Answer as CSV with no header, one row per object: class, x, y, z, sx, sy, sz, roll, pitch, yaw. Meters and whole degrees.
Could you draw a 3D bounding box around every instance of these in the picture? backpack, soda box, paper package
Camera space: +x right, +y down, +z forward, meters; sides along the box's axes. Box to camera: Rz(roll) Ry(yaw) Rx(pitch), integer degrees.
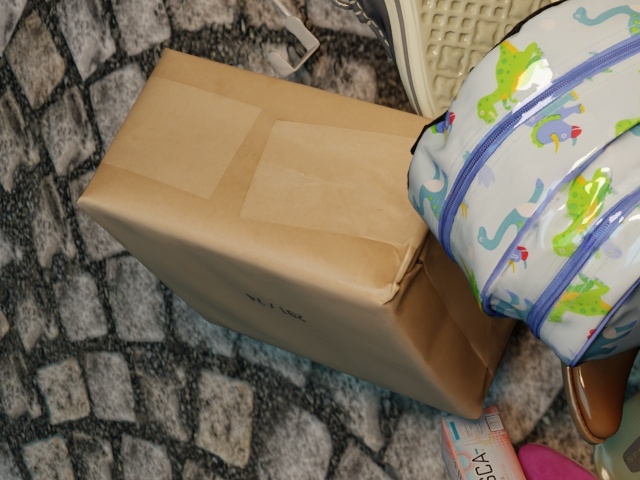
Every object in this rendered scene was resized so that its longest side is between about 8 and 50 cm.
backpack,0.235,-0.058,0.985,0.290,0.355,0.273,-52,44,44
soda box,0.165,0.247,1.333,0.063,0.058,0.183,85,171,-46
paper package,0.000,0.000,1.278,0.324,0.309,0.168,18,72,28

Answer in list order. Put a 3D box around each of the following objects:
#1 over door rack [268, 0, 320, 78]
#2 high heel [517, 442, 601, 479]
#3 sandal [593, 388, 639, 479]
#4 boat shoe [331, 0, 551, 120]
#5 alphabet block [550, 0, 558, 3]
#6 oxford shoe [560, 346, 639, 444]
over door rack,-0.030,-0.352,1.383,0.239,0.108,0.324,-29,95,52
high heel,0.229,0.285,1.265,0.244,0.117,0.082,46,164,35
sandal,0.313,0.135,1.183,0.303,0.086,0.120,-59,46,40
boat shoe,0.095,-0.243,1.163,0.500,0.186,0.156,55,180,-30
alphabet block,0.266,-0.290,1.047,0.192,0.193,0.197,-16,90,47
oxford shoe,0.253,0.068,1.201,0.076,0.076,0.212,-4,71,42
